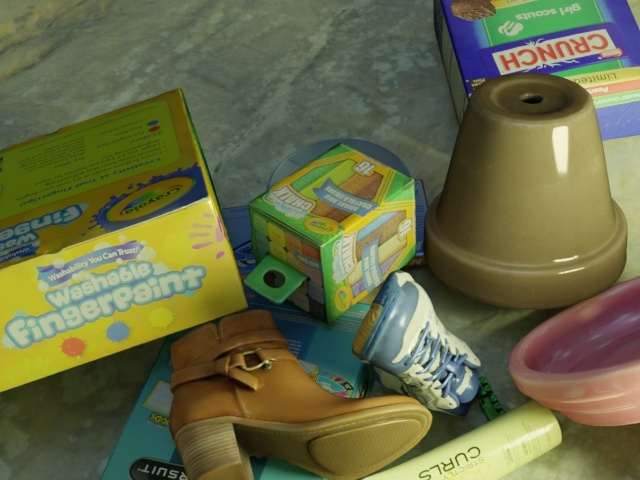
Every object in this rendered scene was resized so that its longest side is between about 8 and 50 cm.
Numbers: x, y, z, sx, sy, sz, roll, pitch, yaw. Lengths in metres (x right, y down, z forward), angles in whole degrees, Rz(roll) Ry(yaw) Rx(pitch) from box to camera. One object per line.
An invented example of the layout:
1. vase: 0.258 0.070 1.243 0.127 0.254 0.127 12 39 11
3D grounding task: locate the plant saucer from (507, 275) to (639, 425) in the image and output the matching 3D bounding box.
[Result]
1. plant saucer: 0.380 0.117 1.518 0.332 0.084 0.332 -22 8 3

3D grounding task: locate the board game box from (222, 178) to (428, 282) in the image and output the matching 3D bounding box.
1. board game box: 0.011 -0.006 1.817 0.281 0.027 0.145 -8 45 0

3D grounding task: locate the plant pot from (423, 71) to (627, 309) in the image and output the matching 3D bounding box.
1. plant pot: 0.261 -0.078 1.673 0.263 0.229 0.263 -1 32 0

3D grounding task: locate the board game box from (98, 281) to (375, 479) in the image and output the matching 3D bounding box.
1. board game box: -0.085 0.206 1.599 0.253 0.079 0.336 9 50 15

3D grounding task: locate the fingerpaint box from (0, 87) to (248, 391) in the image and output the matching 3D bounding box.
1. fingerpaint box: -0.341 0.009 1.674 0.444 0.163 0.371 -19 28 -3

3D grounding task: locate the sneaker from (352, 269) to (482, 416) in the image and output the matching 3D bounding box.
1. sneaker: 0.123 0.123 1.508 0.131 0.296 0.112 29 83 19

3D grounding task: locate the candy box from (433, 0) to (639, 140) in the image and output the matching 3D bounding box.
1. candy box: 0.318 -0.278 1.961 0.268 0.122 0.317 -9 48 0

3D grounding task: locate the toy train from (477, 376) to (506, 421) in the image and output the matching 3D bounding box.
1. toy train: 0.204 0.198 1.608 0.023 0.017 0.083 -25 48 -1

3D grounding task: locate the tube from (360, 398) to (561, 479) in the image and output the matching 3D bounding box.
1. tube: 0.161 0.259 1.521 0.240 0.062 0.070 -24 67 -18

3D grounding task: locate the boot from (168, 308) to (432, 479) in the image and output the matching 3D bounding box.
1. boot: -0.033 0.170 1.516 0.283 0.109 0.220 -18 43 1

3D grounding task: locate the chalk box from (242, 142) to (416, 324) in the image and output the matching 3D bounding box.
1. chalk box: 0.000 0.000 1.639 0.132 0.132 0.213 30 50 34

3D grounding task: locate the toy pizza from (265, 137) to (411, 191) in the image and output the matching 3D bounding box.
1. toy pizza: 0.026 -0.064 1.829 0.201 0.032 0.201 -3 46 3
